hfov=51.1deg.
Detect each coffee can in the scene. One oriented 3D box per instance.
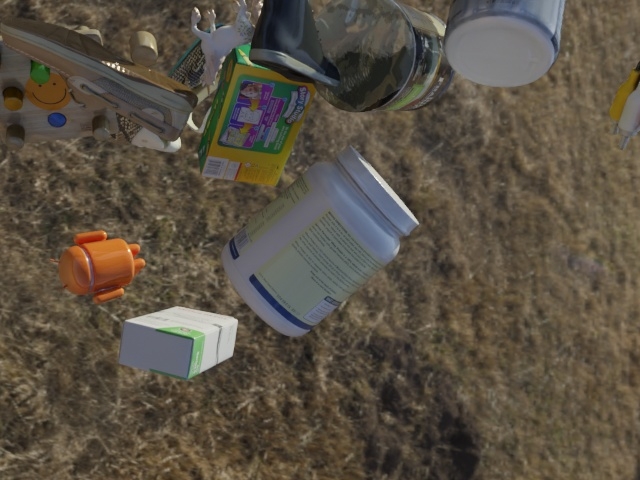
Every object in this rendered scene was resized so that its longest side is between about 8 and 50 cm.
[{"bbox_3d":[0.121,-0.341,1.244,0.275,0.201,0.202,-23,105,-62],"label":"coffee can"}]

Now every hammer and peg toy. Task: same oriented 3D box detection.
[{"bbox_3d":[-0.527,-0.324,1.447,0.361,0.127,0.266,-8,137,-13],"label":"hammer and peg toy"}]

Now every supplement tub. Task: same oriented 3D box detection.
[{"bbox_3d":[0.000,0.000,1.275,0.235,0.325,0.235,47,10,-11],"label":"supplement tub"},{"bbox_3d":[0.331,-0.445,1.165,0.193,0.193,0.316,35,60,-43],"label":"supplement tub"}]

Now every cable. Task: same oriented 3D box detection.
[{"bbox_3d":[0.467,-0.257,0.922,0.072,0.139,0.287,-14,120,-12],"label":"cable"}]

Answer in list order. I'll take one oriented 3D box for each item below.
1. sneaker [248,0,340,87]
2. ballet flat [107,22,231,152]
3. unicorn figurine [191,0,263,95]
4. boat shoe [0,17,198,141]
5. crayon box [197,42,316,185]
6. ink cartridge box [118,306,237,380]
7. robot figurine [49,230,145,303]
[{"bbox_3d":[-0.021,-0.307,1.024,0.222,0.083,0.118,0,103,-65],"label":"sneaker"},{"bbox_3d":[-0.358,-0.333,1.668,0.182,0.482,0.164,58,20,1],"label":"ballet flat"},{"bbox_3d":[-0.151,-0.311,1.032,0.060,0.161,0.111,-9,79,-57],"label":"unicorn figurine"},{"bbox_3d":[-0.389,-0.274,1.166,0.341,0.122,0.110,23,112,-21],"label":"boat shoe"},{"bbox_3d":[-0.127,-0.239,1.311,0.165,0.279,0.081,6,45,-24],"label":"crayon box"},{"bbox_3d":[-0.382,0.275,1.848,0.289,0.211,0.122,-8,107,-73],"label":"ink cartridge box"},{"bbox_3d":[-0.558,0.064,1.682,0.219,0.128,0.158,-13,112,-39],"label":"robot figurine"}]
